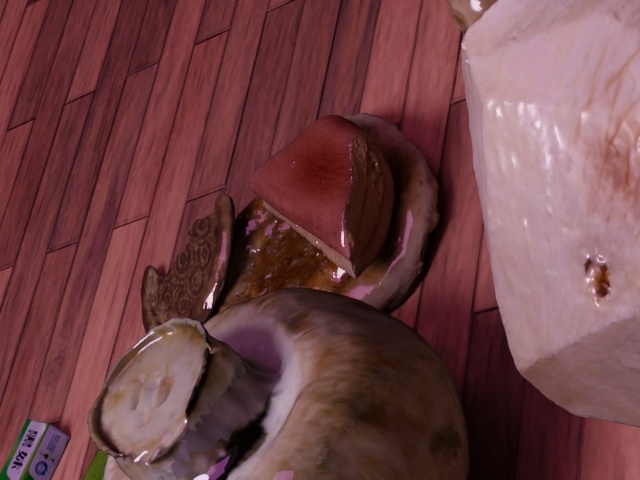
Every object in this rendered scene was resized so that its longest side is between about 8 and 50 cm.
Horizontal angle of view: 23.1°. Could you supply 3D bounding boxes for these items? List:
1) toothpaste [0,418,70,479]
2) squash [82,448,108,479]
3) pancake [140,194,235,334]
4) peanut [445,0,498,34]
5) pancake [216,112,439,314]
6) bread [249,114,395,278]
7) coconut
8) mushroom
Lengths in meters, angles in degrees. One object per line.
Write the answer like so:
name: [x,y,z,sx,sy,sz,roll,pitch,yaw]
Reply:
toothpaste: [-0.326,0.278,1.656,0.043,0.037,0.178,3,63,50]
squash: [-0.189,0.265,1.462,0.101,0.101,0.379,2,63,49]
pancake: [-0.138,0.029,1.625,0.190,0.020,0.184,-63,28,15]
peanut: [0.190,-0.278,1.468,0.137,0.122,0.253,-8,52,55]
pancake: [0.000,0.000,1.514,0.282,0.049,0.282,-31,41,33]
bread: [0.013,-0.049,1.437,0.119,0.067,0.192,-59,36,7]
coconut: [0.279,-0.051,0.991,0.415,0.344,0.415,-29,40,27]
mushroom: [-0.044,0.187,1.216,0.352,0.260,0.352,-35,29,23]
